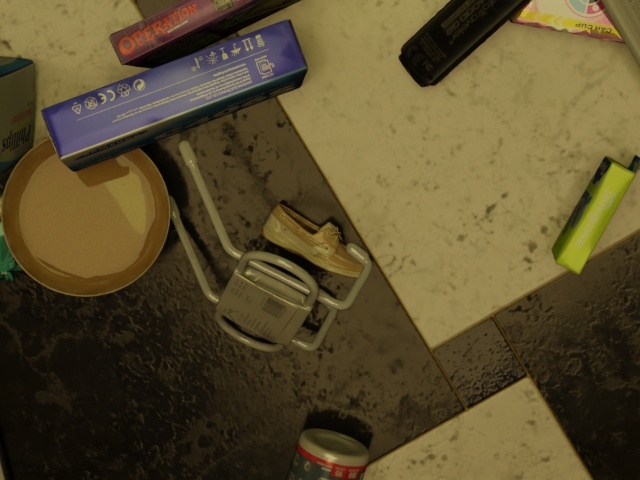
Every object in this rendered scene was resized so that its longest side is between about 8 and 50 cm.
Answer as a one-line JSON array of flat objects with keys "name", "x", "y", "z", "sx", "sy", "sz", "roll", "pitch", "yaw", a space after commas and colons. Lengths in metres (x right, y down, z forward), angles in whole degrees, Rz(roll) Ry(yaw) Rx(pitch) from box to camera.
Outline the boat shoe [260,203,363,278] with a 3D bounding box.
[{"name": "boat shoe", "x": 0.000, "y": 0.000, "z": 1.914, "sx": 0.170, "sy": 0.063, "sz": 0.059, "roll": 24, "pitch": 106, "yaw": 2}]

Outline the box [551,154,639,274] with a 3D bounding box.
[{"name": "box", "x": 0.382, "y": -0.045, "z": 1.848, "sx": 0.042, "sy": 0.109, "sz": 0.178, "roll": 28, "pitch": 100, "yaw": 2}]

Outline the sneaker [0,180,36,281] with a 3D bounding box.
[{"name": "sneaker", "x": -0.488, "y": 0.023, "z": 1.946, "sx": 0.275, "sy": 0.107, "sz": 0.110, "roll": -40, "pitch": 102, "yaw": 10}]

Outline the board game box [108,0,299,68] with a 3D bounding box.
[{"name": "board game box", "x": -0.099, "y": -0.325, "z": 1.799, "sx": 0.347, "sy": 0.208, "sz": 0.056, "roll": -24, "pitch": 96, "yaw": 8}]

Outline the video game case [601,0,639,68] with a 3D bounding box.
[{"name": "video game case", "x": 0.479, "y": -0.341, "z": 1.784, "sx": 0.206, "sy": 0.026, "sz": 0.227, "roll": -37, "pitch": 108, "yaw": -6}]

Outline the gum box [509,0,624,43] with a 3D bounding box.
[{"name": "gum box", "x": 0.356, "y": -0.336, "z": 1.828, "sx": 0.188, "sy": 0.062, "sz": 0.107, "roll": 11, "pitch": 99, "yaw": 4}]

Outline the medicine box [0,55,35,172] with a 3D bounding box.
[{"name": "medicine box", "x": -0.569, "y": -0.174, "z": 1.830, "sx": 0.289, "sy": 0.263, "sz": 0.149, "roll": 5, "pitch": 106, "yaw": 4}]

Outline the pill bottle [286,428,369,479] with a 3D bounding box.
[{"name": "pill bottle", "x": -0.002, "y": 0.377, "z": 1.952, "sx": 0.108, "sy": 0.108, "sz": 0.180, "roll": 16, "pitch": 100, "yaw": 2}]

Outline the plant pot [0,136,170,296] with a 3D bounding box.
[{"name": "plant pot", "x": -0.331, "y": -0.038, "z": 1.889, "sx": 0.236, "sy": 0.032, "sz": 0.236, "roll": 0, "pitch": 87, "yaw": -5}]

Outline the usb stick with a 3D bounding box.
[{"name": "usb stick", "x": 0.221, "y": -0.317, "z": 1.813, "sx": 0.278, "sy": 0.045, "sz": 0.077, "roll": -41, "pitch": 80, "yaw": 27}]

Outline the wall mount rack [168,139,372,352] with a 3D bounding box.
[{"name": "wall mount rack", "x": -0.099, "y": 0.023, "z": 1.837, "sx": 0.304, "sy": 0.350, "sz": 0.130, "roll": 29, "pitch": 66, "yaw": -2}]

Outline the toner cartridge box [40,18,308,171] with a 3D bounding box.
[{"name": "toner cartridge box", "x": -0.194, "y": -0.193, "z": 1.810, "sx": 0.348, "sy": 0.165, "sz": 0.075, "roll": -21, "pitch": 88, "yaw": -4}]

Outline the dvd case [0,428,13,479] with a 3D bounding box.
[{"name": "dvd case", "x": -0.609, "y": 0.309, "z": 2.039, "sx": 0.253, "sy": 0.022, "sz": 0.180, "roll": -11, "pitch": 98, "yaw": 7}]
